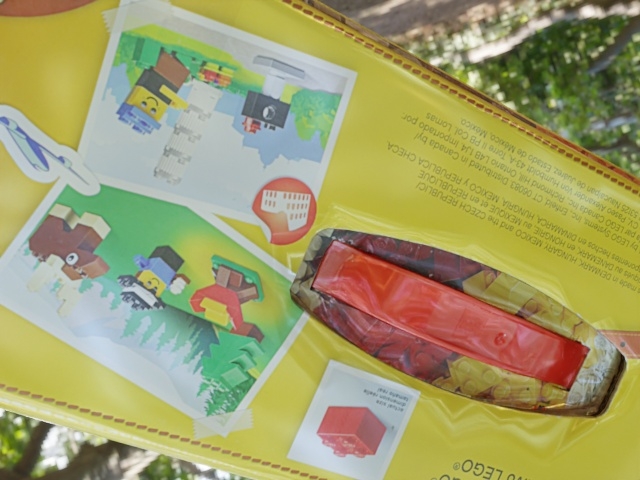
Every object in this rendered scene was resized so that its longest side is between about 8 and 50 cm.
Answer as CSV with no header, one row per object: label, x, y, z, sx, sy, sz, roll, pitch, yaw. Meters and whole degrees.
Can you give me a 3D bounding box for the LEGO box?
LEGO box,0.000,0.000,0.567,0.500,0.193,0.372,23,-177,-25
